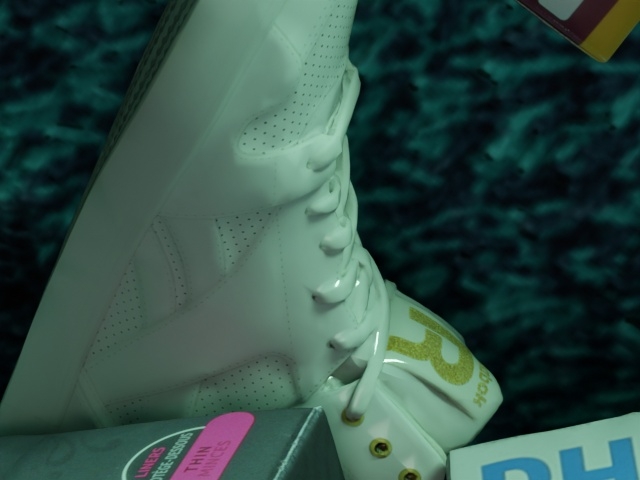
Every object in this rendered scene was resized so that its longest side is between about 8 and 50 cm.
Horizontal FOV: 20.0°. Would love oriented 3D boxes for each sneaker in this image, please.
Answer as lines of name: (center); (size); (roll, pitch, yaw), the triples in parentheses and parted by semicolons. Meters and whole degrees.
sneaker: (0.000, 0.000, 0.643); (0.169, 0.108, 0.292); (23, 131, -6)

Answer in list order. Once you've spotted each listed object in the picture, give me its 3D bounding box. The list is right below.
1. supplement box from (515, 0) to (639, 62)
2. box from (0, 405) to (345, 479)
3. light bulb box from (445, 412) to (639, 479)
supplement box: (0.051, -0.161, 0.604); (0.188, 0.081, 0.104); (36, 109, -8)
box: (-0.050, 0.215, 0.619); (0.143, 0.165, 0.270); (-8, 113, 21)
light bulb box: (0.244, 0.229, 0.554); (0.358, 0.361, 0.225); (-13, 134, 10)
